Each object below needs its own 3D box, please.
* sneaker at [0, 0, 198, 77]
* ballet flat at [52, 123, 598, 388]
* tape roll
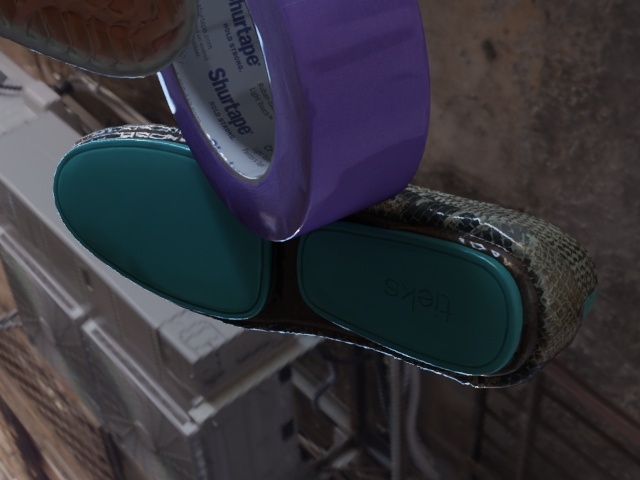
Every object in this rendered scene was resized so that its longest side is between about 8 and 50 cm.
[{"bbox_3d":[-0.211,-0.184,0.549,0.302,0.121,0.108,26,-75,-25],"label":"sneaker"},{"bbox_3d":[0.000,0.000,0.863,0.182,0.483,0.164,-19,-62,-54],"label":"ballet flat"},{"bbox_3d":[-0.038,-0.141,0.701,0.090,0.275,0.275,-22,-46,-21],"label":"tape roll"}]
